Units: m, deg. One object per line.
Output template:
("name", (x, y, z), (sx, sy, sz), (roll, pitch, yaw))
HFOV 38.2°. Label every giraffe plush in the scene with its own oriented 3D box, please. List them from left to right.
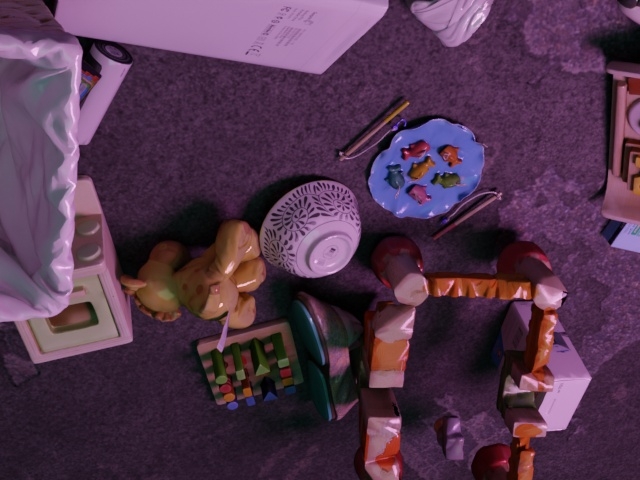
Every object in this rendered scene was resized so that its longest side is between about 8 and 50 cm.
("giraffe plush", (-0.196, 0.063, 1.387), (0.170, 0.210, 0.181), (7, 136, 16))

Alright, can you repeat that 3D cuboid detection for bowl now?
("bowl", (0.000, 0.000, 1.404), (0.170, 0.080, 0.170), (-16, 131, -20))

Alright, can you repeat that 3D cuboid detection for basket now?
("basket", (-0.443, -0.104, 0.975), (0.328, 0.266, 0.331), (-3, 121, -25))

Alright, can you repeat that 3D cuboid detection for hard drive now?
("hard drive", (-0.128, -0.277, 1.097), (0.353, 0.047, 0.233), (5, 169, -20))

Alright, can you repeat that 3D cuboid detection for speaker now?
("speaker", (-0.297, -0.192, 1.204), (0.055, 0.055, 0.136), (20, 121, -29))

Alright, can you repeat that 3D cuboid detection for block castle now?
("block castle", (0.214, 0.226, 1.523), (0.303, 0.213, 0.453), (2, 106, -5))

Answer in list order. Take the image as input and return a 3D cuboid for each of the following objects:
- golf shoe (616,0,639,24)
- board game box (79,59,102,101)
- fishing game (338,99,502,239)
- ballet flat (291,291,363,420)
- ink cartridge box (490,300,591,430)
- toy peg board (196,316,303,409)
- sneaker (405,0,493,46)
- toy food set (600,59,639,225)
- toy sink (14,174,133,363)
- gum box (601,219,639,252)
("golf shoe", (0.514, -0.283, 1.323), (0.273, 0.105, 0.120), (17, 128, -27))
("board game box", (-0.382, -0.187, 1.157), (0.141, 0.048, 0.170), (41, 114, -14))
("fishing game", (0.168, -0.101, 1.418), (0.189, 0.041, 0.264), (-35, 129, 17))
("ballet flat", (0.022, 0.182, 1.586), (0.106, 0.107, 0.316), (-28, 139, -19))
("ink cartridge box", (0.386, 0.222, 1.642), (0.082, 0.191, 0.139), (-1, 130, -17))
("toy peg board", (-0.114, 0.231, 1.587), (0.161, 0.079, 0.161), (-14, 131, -3))
("sneaker", (0.199, -0.361, 1.182), (0.115, 0.090, 0.232), (26, 117, -27))
("toy food set", (0.531, -0.126, 1.376), (0.219, 0.092, 0.306), (14, 142, 25))
("toy sink", (-0.373, 0.046, 1.328), (0.153, 0.131, 0.234), (-12, 130, -6))
("gum box", (0.601, -0.044, 1.582), (0.184, 0.041, 0.157), (11, 124, -22))
